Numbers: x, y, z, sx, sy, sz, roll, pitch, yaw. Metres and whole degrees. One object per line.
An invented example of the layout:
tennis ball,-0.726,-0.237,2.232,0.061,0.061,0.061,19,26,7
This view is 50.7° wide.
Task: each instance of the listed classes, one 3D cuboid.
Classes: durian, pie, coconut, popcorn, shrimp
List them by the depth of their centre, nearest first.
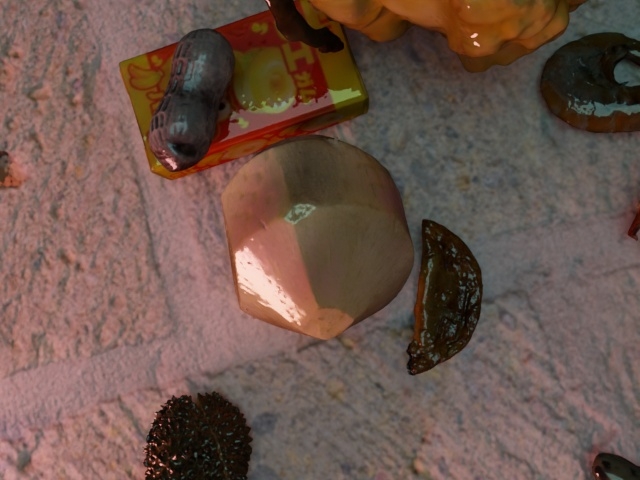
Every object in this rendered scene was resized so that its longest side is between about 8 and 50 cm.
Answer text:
popcorn,0.101,-0.318,0.683,0.381,0.349,0.349,-35,86,-11
coconut,0.000,0.000,0.762,0.237,0.237,0.197,48,122,4
durian,-0.149,0.279,0.814,0.148,0.091,0.189,-23,88,2
shrimp,0.366,-0.194,0.824,0.187,0.051,0.133,11,88,7
pie,0.155,0.074,0.834,0.088,0.033,0.191,8,82,-4

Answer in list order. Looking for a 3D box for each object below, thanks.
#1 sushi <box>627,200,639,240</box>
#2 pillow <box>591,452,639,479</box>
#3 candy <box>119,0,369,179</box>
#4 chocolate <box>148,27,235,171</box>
sushi,0.489,-0.104,0.739,0.130,0.124,0.332,39,123,9
pillow,0.424,0.336,0.795,0.241,0.051,0.093,23,89,2
candy,-0.091,-0.186,0.835,0.275,0.088,0.146,-20,85,3
chocolate,-0.145,-0.156,0.758,0.072,0.072,0.167,16,88,4
